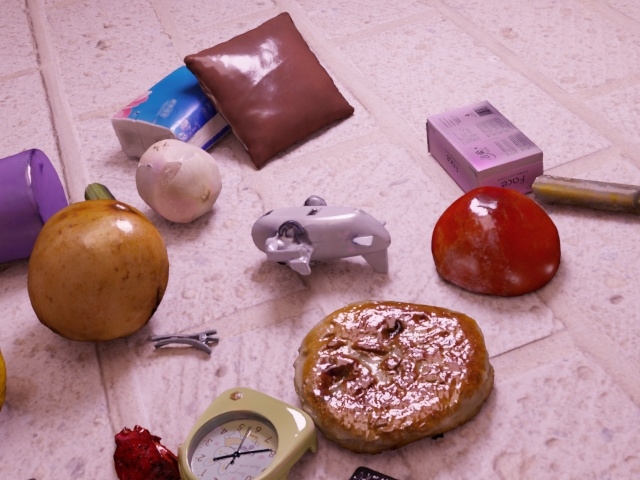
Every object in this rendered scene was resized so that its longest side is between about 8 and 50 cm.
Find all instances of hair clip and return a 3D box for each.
[{"bbox_3d":[-0.234,0.177,1.445,0.115,0.030,0.039,-4,40,8],"label":"hair clip"}]

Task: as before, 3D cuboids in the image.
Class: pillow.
[{"bbox_3d":[-0.110,-0.356,1.940,0.305,0.108,0.308,-32,85,-26],"label":"pillow"}]

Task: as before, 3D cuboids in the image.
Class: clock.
[{"bbox_3d":[-0.125,0.323,1.206,0.170,0.069,0.232,18,47,30],"label":"clock"}]

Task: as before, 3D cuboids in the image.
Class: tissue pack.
[{"bbox_3d":[-0.325,-0.302,1.985,0.209,0.137,0.270,17,45,28],"label":"tissue pack"},{"bbox_3d":[0.329,-0.182,1.720,0.148,0.092,0.246,-16,38,-10],"label":"tissue pack"}]

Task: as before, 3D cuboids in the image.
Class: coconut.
[{"bbox_3d":[-0.286,-0.123,1.726,0.171,0.171,0.183,-34,36,-27],"label":"coconut"}]

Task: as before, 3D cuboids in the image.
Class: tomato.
[{"bbox_3d":[0.303,-0.014,1.478,0.233,0.140,0.200,16,51,29],"label":"tomato"}]

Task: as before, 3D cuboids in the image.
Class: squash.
[{"bbox_3d":[-0.442,-0.054,1.756,0.066,0.066,0.229,-24,40,-17],"label":"squash"}]

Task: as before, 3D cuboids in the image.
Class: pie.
[{"bbox_3d":[0.105,0.198,1.297,0.315,0.092,0.315,-5,39,4],"label":"pie"}]

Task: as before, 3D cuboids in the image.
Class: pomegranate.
[{"bbox_3d":[-0.391,0.052,1.474,0.260,0.260,0.260,-6,38,5],"label":"pomegranate"}]

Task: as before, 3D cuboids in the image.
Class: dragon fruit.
[{"bbox_3d":[-0.266,0.311,1.256,0.097,0.063,0.131,-23,40,-16],"label":"dragon fruit"}]

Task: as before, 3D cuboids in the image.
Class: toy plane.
[{"bbox_3d":[-0.001,-0.005,1.550,0.266,0.123,0.267,-2,20,1],"label":"toy plane"}]

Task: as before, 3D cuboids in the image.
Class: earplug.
[{"bbox_3d":[-0.751,-0.026,1.691,0.455,0.215,0.215,-15,38,0],"label":"earplug"}]

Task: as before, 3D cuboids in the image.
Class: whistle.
[{"bbox_3d":[0.561,-0.078,1.568,0.326,0.057,0.068,8,-3,22],"label":"whistle"}]

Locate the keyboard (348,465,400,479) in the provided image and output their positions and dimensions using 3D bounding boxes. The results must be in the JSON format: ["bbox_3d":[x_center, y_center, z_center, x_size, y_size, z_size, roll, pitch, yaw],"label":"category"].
[{"bbox_3d":[0.185,0.386,1.076,0.381,0.041,0.103,16,45,30],"label":"keyboard"}]

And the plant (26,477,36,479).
[{"bbox_3d":[-0.441,0.433,1.051,0.320,0.182,0.194,-19,33,-14],"label":"plant"}]

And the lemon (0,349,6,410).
[{"bbox_3d":[-0.622,0.227,1.314,0.253,0.228,0.228,-23,36,14],"label":"lemon"}]
